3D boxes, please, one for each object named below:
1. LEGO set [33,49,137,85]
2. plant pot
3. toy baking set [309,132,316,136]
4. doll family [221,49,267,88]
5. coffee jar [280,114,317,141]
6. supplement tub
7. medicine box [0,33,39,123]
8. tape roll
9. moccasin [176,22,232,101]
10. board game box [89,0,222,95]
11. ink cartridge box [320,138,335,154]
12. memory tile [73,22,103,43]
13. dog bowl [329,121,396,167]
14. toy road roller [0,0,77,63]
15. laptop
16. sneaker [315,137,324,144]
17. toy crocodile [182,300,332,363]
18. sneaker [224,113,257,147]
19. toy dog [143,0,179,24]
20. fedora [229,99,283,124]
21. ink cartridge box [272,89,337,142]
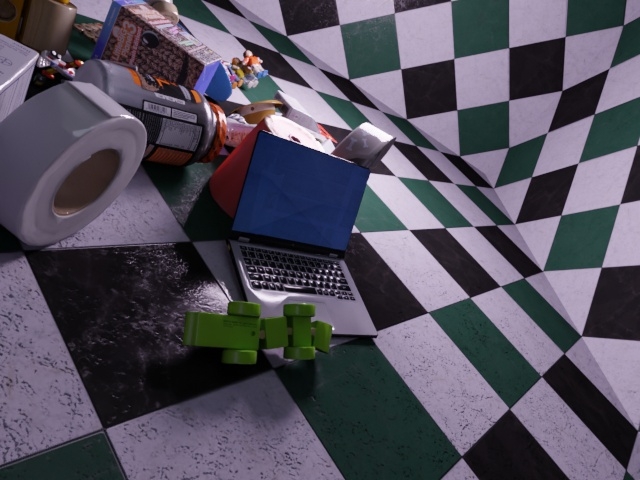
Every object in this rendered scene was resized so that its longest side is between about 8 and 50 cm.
[{"bbox_3d":[-0.580,-0.387,1.212,0.245,0.182,0.060,6,74,-18],"label":"LEGO set"},{"bbox_3d":[-0.129,-0.189,1.353,0.275,0.243,0.274,29,30,-18],"label":"plant pot"},{"bbox_3d":[-0.134,-0.352,1.692,0.257,0.030,0.196,-2,35,-8],"label":"toy baking set"},{"bbox_3d":[-0.358,-0.693,2.009,0.263,0.118,0.163,-23,70,-39],"label":"doll family"},{"bbox_3d":[-0.092,-0.384,1.846,0.184,0.096,0.079,47,23,17],"label":"coffee jar"},{"bbox_3d":[-0.415,-0.296,1.210,0.338,0.207,0.207,4,43,-48],"label":"supplement tub"},{"bbox_3d":[-0.588,-0.169,0.753,0.149,0.263,0.289,25,30,-23],"label":"medicine box"},{"bbox_3d":[-0.436,-0.129,0.851,0.100,0.286,0.286,39,28,1],"label":"tape roll"},{"bbox_3d":[-0.436,-0.646,1.750,0.342,0.138,0.117,52,0,-16],"label":"moccasin"},{"bbox_3d":[-0.479,-0.507,1.426,0.291,0.232,0.141,34,28,-7],"label":"board game box"},{"bbox_3d":[0.058,-0.252,1.786,0.223,0.045,0.224,60,24,-15],"label":"ink cartridge box"},{"bbox_3d":[-0.729,-0.681,1.625,0.113,0.012,0.148,36,27,-6],"label":"memory tile"},{"bbox_3d":[0.080,-0.217,1.524,0.102,0.348,0.349,43,28,2],"label":"dog bowl"},{"bbox_3d":[-0.807,-0.606,1.229,0.330,0.202,0.240,10,28,-40],"label":"toy road roller"},{"bbox_3d":[0.000,0.000,1.197,0.382,0.236,0.407,11,43,-40],"label":"laptop"},{"bbox_3d":[-0.001,-0.337,1.915,0.086,0.064,0.192,6,45,-53],"label":"sneaker"},{"bbox_3d":[-0.110,0.182,0.974,0.341,0.105,0.115,8,76,-37],"label":"toy crocodile"},{"bbox_3d":[-0.233,-0.318,1.519,0.292,0.110,0.118,22,25,37],"label":"sneaker"},{"bbox_3d":[-0.564,-0.695,1.537,0.161,0.333,0.220,-1,55,-37],"label":"toy dog"},{"bbox_3d":[-0.222,-0.435,1.736,0.194,0.195,0.079,-25,103,-60],"label":"fedora"},{"bbox_3d":[-0.051,-0.464,1.843,0.233,0.066,0.189,14,27,-32],"label":"ink cartridge box"}]
